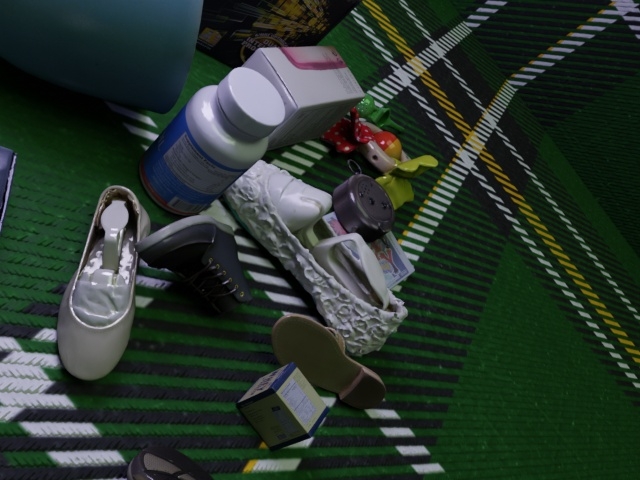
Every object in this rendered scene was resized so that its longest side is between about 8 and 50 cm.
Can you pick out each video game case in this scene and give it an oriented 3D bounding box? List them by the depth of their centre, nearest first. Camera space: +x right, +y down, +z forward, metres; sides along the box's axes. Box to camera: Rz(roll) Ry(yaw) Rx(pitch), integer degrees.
[{"bbox_3d":[0.089,0.015,1.115,0.201,0.023,0.184,-26,84,-52],"label":"video game case"}]

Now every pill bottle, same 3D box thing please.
[{"bbox_3d":[-0.151,-0.137,0.806,0.124,0.221,0.124,27,45,-32],"label":"pill bottle"}]

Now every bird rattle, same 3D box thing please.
[{"bbox_3d":[0.121,-0.191,1.256,0.253,0.143,0.207,36,23,2],"label":"bird rattle"}]

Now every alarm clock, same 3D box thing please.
[{"bbox_3d":[0.084,-0.082,1.115,0.129,0.064,0.192,15,49,-41],"label":"alarm clock"}]

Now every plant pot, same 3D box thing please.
[{"bbox_3d":[-0.307,-0.330,0.744,0.234,0.293,0.293,3,60,-30],"label":"plant pot"}]

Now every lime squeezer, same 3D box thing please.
[{"bbox_3d":[0.110,-0.301,1.339,0.310,0.110,0.059,23,93,-35],"label":"lime squeezer"}]

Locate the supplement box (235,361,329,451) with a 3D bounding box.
[{"bbox_3d":[-0.050,0.222,0.765,0.083,0.083,0.056,53,37,-4],"label":"supplement box"}]

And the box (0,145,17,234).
[{"bbox_3d":[-0.440,-0.045,0.561,0.232,0.059,0.184,21,48,-37],"label":"box"}]

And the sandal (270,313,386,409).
[{"bbox_3d":[0.004,0.174,0.887,0.240,0.088,0.079,42,8,-28],"label":"sandal"}]

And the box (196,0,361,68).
[{"bbox_3d":[-0.144,-0.460,0.971,0.394,0.318,0.097,20,50,-38],"label":"box"}]

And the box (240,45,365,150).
[{"bbox_3d":[-0.051,-0.265,1.065,0.232,0.148,0.127,-27,84,-53],"label":"box"}]

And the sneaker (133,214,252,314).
[{"bbox_3d":[-0.149,0.038,0.748,0.118,0.083,0.222,66,14,7],"label":"sneaker"}]

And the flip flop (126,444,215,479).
[{"bbox_3d":[-0.108,0.338,0.623,0.277,0.080,0.112,39,0,0],"label":"flip flop"}]

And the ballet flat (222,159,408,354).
[{"bbox_3d":[0.000,0.000,0.943,0.409,0.147,0.147,52,38,-4],"label":"ballet flat"}]

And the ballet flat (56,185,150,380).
[{"bbox_3d":[-0.254,0.036,0.679,0.086,0.086,0.249,26,45,-33],"label":"ballet flat"}]
